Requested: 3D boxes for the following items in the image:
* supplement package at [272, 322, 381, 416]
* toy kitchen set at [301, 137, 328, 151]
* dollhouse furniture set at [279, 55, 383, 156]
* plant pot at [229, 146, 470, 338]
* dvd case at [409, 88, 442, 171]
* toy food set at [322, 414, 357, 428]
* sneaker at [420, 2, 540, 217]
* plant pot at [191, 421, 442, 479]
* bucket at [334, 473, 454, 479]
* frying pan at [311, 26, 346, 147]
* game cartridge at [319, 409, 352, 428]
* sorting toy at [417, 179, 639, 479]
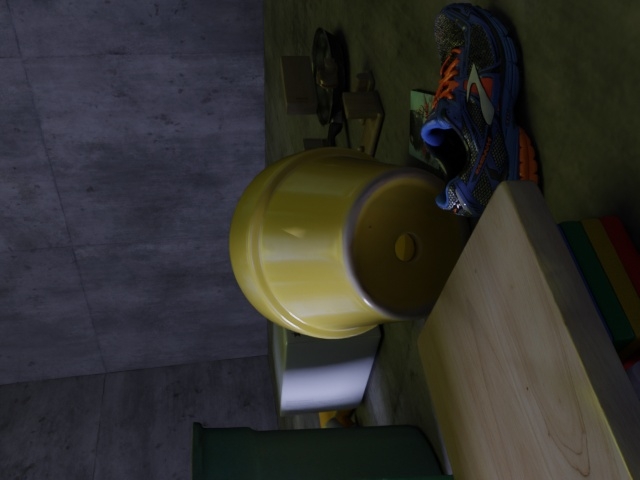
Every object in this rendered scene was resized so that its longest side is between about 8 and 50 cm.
[{"bbox_3d":[0.000,0.200,1.192,0.293,0.175,0.177,97,166,-50],"label":"supplement package"},{"bbox_3d":[-0.010,-0.203,1.355,0.083,0.075,0.068,107,158,-54],"label":"toy kitchen set"},{"bbox_3d":[0.010,-0.219,1.020,0.123,0.151,0.144,100,165,-55],"label":"dollhouse furniture set"},{"bbox_3d":[0.044,0.005,0.733,0.239,0.254,0.254,3,97,64],"label":"plant pot"},{"bbox_3d":[0.135,-0.139,0.743,0.119,0.013,0.087,-122,29,-68],"label":"dvd case"},{"bbox_3d":[0.009,0.477,1.263,0.104,0.232,0.111,37,154,30],"label":"toy food set"},{"bbox_3d":[0.133,-0.121,0.548,0.083,0.087,0.221,115,149,-69],"label":"sneaker"},{"bbox_3d":[-0.005,0.415,0.865,0.341,0.334,0.341,175,90,-80],"label":"plant pot"},{"bbox_3d":[0.116,0.372,0.601,0.281,0.183,0.281,175,90,-80],"label":"bucket"},{"bbox_3d":[0.025,-0.283,1.194,0.197,0.053,0.326,99,161,-53],"label":"frying pan"},{"bbox_3d":[0.021,0.331,1.523,0.323,0.053,0.285,98,164,-60],"label":"game cartridge"},{"bbox_3d":[0.172,0.131,0.439,0.255,0.089,0.257,100,162,-55],"label":"sorting toy"}]
